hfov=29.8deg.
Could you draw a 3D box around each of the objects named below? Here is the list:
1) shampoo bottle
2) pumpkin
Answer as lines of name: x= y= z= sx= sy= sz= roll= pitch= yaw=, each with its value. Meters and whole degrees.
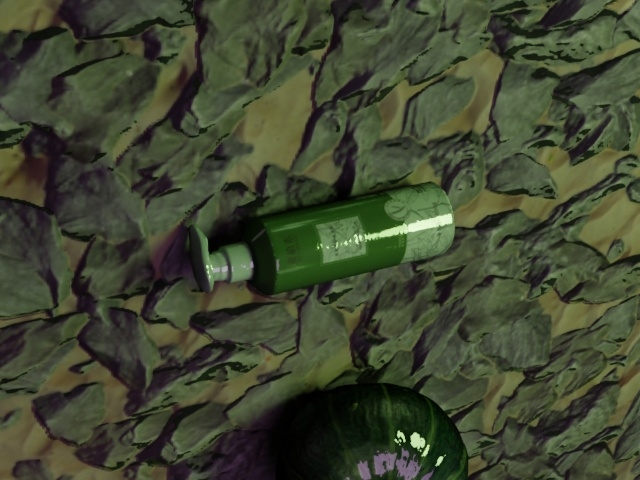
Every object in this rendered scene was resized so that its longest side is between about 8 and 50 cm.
shampoo bottle: x=0.000 y=0.000 z=0.914 sx=0.205 sy=0.065 sz=0.065 roll=-13 pitch=127 yaw=-23
pumpkin: x=0.044 y=0.198 z=1.035 sx=0.167 sy=0.125 sz=0.167 roll=-3 pitch=105 yaw=-11
